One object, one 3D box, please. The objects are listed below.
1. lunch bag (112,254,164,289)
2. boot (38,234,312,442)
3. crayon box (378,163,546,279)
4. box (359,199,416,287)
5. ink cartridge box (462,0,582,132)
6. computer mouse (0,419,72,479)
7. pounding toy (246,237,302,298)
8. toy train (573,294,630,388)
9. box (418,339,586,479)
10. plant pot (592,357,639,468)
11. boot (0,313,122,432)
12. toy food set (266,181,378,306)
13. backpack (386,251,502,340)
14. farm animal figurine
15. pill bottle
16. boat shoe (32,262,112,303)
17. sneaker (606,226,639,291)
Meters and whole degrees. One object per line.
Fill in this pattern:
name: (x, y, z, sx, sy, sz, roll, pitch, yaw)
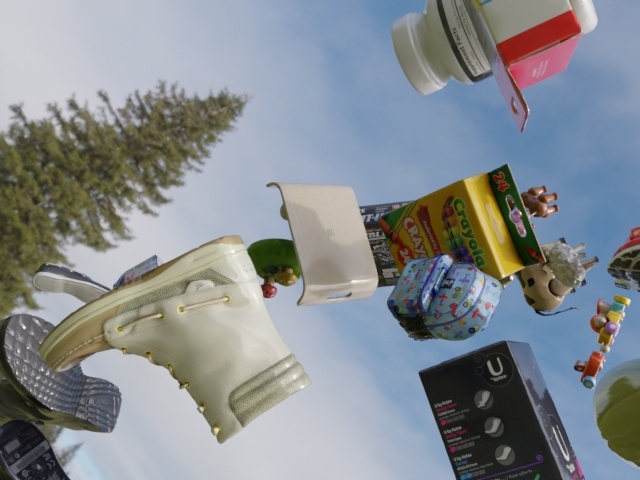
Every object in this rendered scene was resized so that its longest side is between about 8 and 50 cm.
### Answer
lunch bag: (-0.270, 0.075, 0.975, 0.071, 0.083, 0.053, 59, 5, -41)
boot: (-0.132, 0.111, 0.561, 0.165, 0.213, 0.077, 62, 3, 4)
crayon box: (0.268, -0.006, 1.245, 0.318, 0.081, 0.202, -26, -97, 54)
box: (0.197, 0.015, 1.648, 0.295, 0.073, 0.293, -7, -39, 16)
ink cartridge box: (0.199, -0.239, 0.644, 0.231, 0.078, 0.134, 69, 15, 5)
computer mouse: (-0.466, 0.429, 0.989, 0.060, 0.184, 0.262, -33, -83, 21)
pounding toy: (-0.081, 0.090, 1.598, 0.236, 0.110, 0.183, 9, -30, -7)
toy train: (0.449, 0.155, 1.004, 0.046, 0.166, 0.125, 23, -50, 26)
box: (0.272, 0.293, 0.894, 0.143, 0.165, 0.270, -26, -111, 22)
plant pot: (0.796, 0.372, 1.410, 0.275, 0.275, 0.293, 42, -11, 23)
boot: (-0.500, 0.240, 1.026, 0.222, 0.118, 0.338, -3, -41, 12)
toy food set: (0.000, 0.000, 1.480, 0.092, 0.219, 0.306, -34, -116, 47)
backpack: (0.229, 0.102, 1.126, 0.117, 0.158, 0.173, 47, -27, -23)
farm animal figurine: (0.503, 0.046, 1.543, 0.330, 0.172, 0.327, 78, -9, -56)
pill bottle: (0.261, -0.340, 0.962, 0.278, 0.162, 0.162, -20, -75, 30)
boat shoe: (-0.380, 0.068, 0.974, 0.125, 0.038, 0.046, 16, -52, -14)
sneaker: (0.629, 0.025, 1.236, 0.107, 0.118, 0.279, 8, -11, 22)
